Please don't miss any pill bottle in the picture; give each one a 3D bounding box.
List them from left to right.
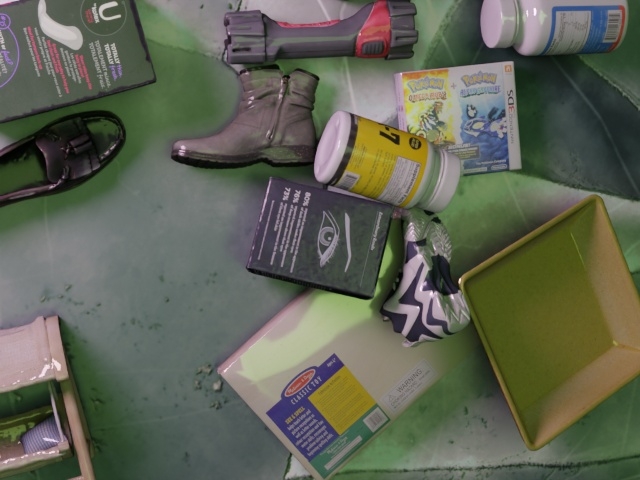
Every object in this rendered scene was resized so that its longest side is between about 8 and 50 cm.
[{"bbox_3d":[0.106,-0.118,1.674,0.208,0.119,0.119,17,93,-16],"label":"pill bottle"},{"bbox_3d":[0.386,-0.371,1.777,0.221,0.124,0.124,-3,98,-13],"label":"pill bottle"}]

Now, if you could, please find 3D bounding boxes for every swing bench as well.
[{"bbox_3d":[-0.494,0.269,1.623,0.253,0.165,0.254,-15,100,-11],"label":"swing bench"}]

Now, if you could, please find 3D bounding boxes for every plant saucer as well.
[{"bbox_3d":[0.397,0.136,1.835,0.333,0.081,0.332,-29,102,-24],"label":"plant saucer"}]

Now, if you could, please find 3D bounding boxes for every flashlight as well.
[{"bbox_3d":[-0.001,-0.336,1.707,0.304,0.103,0.103,-3,94,-8],"label":"flashlight"}]

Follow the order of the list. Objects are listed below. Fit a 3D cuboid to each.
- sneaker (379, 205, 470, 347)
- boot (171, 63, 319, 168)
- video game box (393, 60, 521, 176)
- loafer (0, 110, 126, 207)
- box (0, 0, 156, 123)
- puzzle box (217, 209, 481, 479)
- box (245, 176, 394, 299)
[{"bbox_3d":[0.145,0.067,1.738,0.094,0.153,0.235,3,59,-44],"label":"sneaker"},{"bbox_3d":[-0.121,-0.198,1.712,0.246,0.083,0.161,-3,87,-15],"label":"boot"},{"bbox_3d":[0.234,-0.200,1.801,0.205,0.048,0.187,-8,96,-13],"label":"video game box"},{"bbox_3d":[-0.435,-0.111,1.625,0.302,0.095,0.109,-24,102,-10],"label":"loafer"},{"bbox_3d":[-0.400,-0.280,1.588,0.270,0.143,0.165,-16,102,-12],"label":"box"},{"bbox_3d":[0.063,0.181,1.803,0.409,0.052,0.272,-41,104,-6],"label":"puzzle box"},{"bbox_3d":[0.000,0.000,1.703,0.207,0.108,0.153,15,84,0],"label":"box"}]
